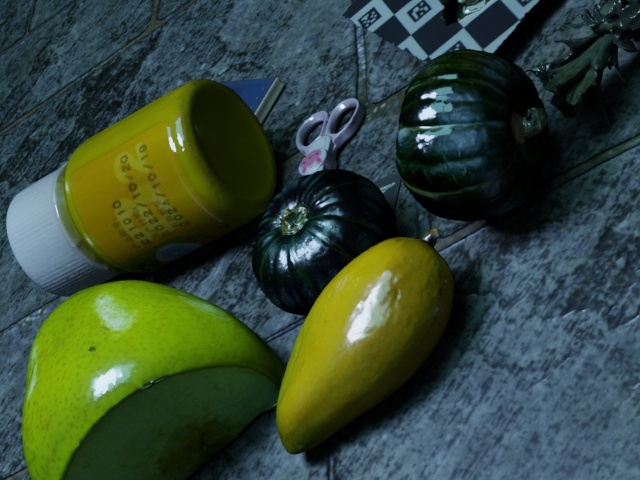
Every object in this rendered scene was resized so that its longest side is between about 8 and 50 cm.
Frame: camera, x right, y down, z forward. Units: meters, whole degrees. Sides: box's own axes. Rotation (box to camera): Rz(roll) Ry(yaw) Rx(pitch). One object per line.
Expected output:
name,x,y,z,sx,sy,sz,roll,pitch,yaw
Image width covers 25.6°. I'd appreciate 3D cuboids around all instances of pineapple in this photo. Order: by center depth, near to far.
pineapple,0.373,-0.263,1.705,0.130,0.119,0.277,39,87,13

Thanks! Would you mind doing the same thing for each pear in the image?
pear,-0.257,0.172,1.838,0.342,0.238,0.318,-42,42,7

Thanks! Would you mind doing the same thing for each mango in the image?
mango,0.049,0.118,1.664,0.317,0.119,0.176,-53,36,7

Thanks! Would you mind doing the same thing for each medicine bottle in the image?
medicine bottle,-0.273,-0.067,2.111,0.384,0.224,0.224,-25,39,28

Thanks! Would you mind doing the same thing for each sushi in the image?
sushi,0.237,-0.378,2.026,0.339,0.069,0.320,-50,41,-5

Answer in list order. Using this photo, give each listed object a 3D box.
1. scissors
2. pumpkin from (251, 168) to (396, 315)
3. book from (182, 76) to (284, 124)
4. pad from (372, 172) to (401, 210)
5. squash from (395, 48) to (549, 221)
scissors,-0.005,-0.108,2.028,0.118,0.030,0.242,-20,39,35
pumpkin,0.000,0.000,1.808,0.202,0.140,0.202,-23,45,25
book,-0.190,-0.184,2.325,0.269,0.025,0.191,3,59,50
pad,0.027,-0.021,1.927,0.190,0.004,0.127,-20,41,36
squash,0.181,-0.124,1.679,0.172,0.218,0.218,17,64,19
